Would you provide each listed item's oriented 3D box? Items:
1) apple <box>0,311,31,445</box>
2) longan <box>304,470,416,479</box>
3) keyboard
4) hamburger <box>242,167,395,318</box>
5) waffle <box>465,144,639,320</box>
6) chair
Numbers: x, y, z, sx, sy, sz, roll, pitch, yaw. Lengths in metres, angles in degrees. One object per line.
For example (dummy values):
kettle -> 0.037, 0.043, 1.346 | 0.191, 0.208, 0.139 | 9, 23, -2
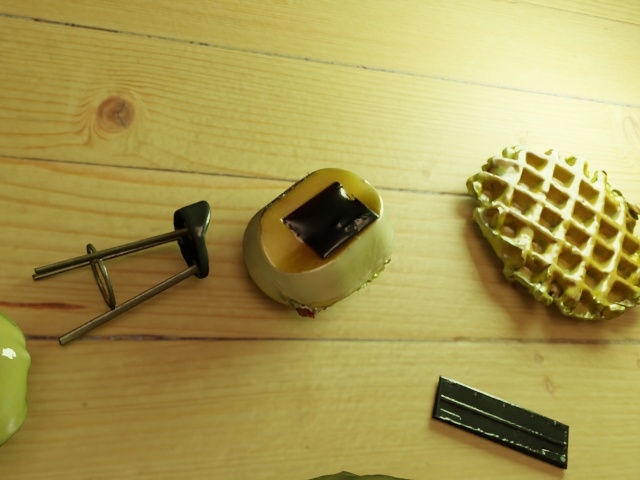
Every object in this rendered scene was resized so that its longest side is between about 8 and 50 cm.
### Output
apple -> -0.376, 0.137, 0.598 | 0.200, 0.200, 0.200 | 9, 59, -15
longan -> 0.030, 0.390, 0.500 | 0.391, 0.391, 0.391 | 9, 59, -15
keyboard -> 0.242, 0.241, 0.856 | 0.198, 0.010, 0.063 | 23, 55, -6
hamburger -> 0.000, 0.000, 0.854 | 0.173, 0.116, 0.210 | 39, 60, 15
waffle -> 0.389, -0.025, 1.026 | 0.302, 0.068, 0.325 | -9, 66, -23
chair -> -0.221, 0.033, 0.770 | 0.222, 0.104, 0.095 | -25, 98, -25
